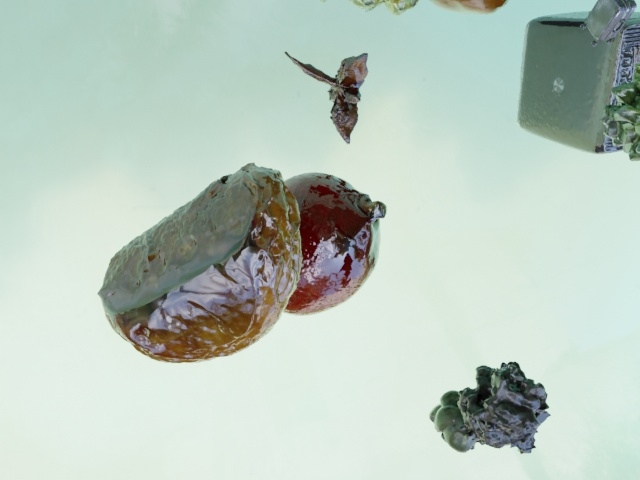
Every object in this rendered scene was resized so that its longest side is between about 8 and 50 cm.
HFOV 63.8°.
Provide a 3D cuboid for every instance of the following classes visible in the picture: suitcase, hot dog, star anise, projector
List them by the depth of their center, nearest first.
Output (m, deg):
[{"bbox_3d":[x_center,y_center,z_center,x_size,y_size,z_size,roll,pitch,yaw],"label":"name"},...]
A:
[{"bbox_3d":[-0.107,0.024,0.478,0.227,0.160,0.099,-20,152,26],"label":"hot dog"},{"bbox_3d":[0.009,-0.276,0.917,0.144,0.140,0.158,4,127,-13],"label":"star anise"},{"bbox_3d":[0.716,-0.558,1.278,0.059,0.086,0.126,-14,156,-8],"label":"suitcase"},{"bbox_3d":[0.859,-0.512,1.642,0.242,0.405,0.395,-12,117,-16],"label":"projector"}]

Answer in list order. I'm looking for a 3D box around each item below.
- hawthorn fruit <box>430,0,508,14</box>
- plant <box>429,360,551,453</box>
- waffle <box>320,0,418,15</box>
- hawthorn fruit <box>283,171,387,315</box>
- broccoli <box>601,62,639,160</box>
[{"bbox_3d":[0.459,-0.850,1.608,0.308,0.308,0.325,-32,105,10],"label":"hawthorn fruit"},{"bbox_3d":[0.162,0.171,0.508,0.087,0.085,0.174,-3,153,-17],"label":"plant"},{"bbox_3d":[0.080,-0.406,0.531,0.297,0.073,0.317,-23,128,-22],"label":"waffle"},{"bbox_3d":[0.000,0.000,0.622,0.188,0.169,0.169,-18,141,23],"label":"hawthorn fruit"},{"bbox_3d":[0.283,-0.124,0.279,0.177,0.198,0.275,-40,141,-24],"label":"broccoli"}]
